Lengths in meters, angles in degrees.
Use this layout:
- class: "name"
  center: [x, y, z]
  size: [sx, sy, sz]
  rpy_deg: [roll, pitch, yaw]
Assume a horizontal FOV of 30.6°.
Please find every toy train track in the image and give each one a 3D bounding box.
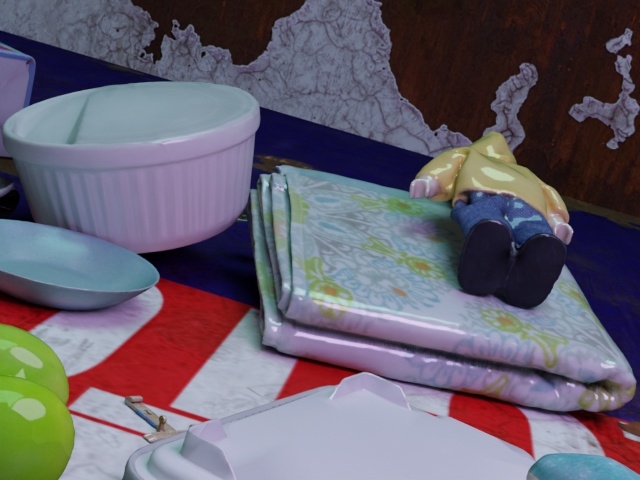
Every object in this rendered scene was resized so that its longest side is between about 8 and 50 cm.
- class: "toy train track"
  center: [-0.114, 0.128, 0.842]
  size: [0.048, 0.014, 0.083]
  rpy_deg: [4, 16, -45]

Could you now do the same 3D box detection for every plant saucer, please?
- class: "plant saucer"
  center: [-0.247, 0.028, 1.075]
  size: [0.195, 0.037, 0.195]
  rpy_deg: [16, 12, -3]

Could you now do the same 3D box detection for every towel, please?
- class: "towel"
  center: [0.109, 0.048, 1.226]
  size: [0.374, 0.090, 0.320]
  rpy_deg: [12, 26, -11]

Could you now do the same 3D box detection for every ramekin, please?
- class: "ramekin"
  center: [-0.198, -0.080, 1.263]
  size: [0.273, 0.127, 0.273]
  rpy_deg: [-3, 21, 1]

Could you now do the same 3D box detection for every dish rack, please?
- class: "dish rack"
  center: [0.048, 0.168, 0.744]
  size: [0.285, 0.072, 0.333]
  rpy_deg: [21, 12, 26]

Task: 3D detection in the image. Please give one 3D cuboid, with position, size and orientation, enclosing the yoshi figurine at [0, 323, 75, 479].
- class: "yoshi figurine"
  center: [-0.277, 0.116, 0.440]
  size: [0.362, 0.204, 0.203]
  rpy_deg: [-2, -25, -14]

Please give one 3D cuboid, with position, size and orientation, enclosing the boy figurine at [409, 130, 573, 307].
- class: "boy figurine"
  center: [0.176, -0.041, 1.244]
  size: [0.177, 0.092, 0.285]
  rpy_deg: [14, 24, -8]

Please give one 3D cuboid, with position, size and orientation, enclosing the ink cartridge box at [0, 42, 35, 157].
- class: "ink cartridge box"
  center: [-0.612, -0.246, 1.603]
  size: [0.270, 0.151, 0.395]
  rpy_deg: [4, 15, -45]

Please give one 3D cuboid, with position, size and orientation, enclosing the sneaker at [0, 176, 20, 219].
- class: "sneaker"
  center: [-0.387, -0.062, 1.230]
  size: [0.132, 0.086, 0.229]
  rpy_deg: [15, 21, -28]

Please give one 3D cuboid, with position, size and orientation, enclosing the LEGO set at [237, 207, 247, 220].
- class: "LEGO set"
  center: [0.000, 0.000, 1.425]
  size: [0.227, 0.087, 0.093]
  rpy_deg: [7, 11, -12]

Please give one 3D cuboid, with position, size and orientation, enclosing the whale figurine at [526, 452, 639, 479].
- class: "whale figurine"
  center: [0.257, 0.180, 0.684]
  size: [0.272, 0.141, 0.216]
  rpy_deg: [28, 8, -17]
